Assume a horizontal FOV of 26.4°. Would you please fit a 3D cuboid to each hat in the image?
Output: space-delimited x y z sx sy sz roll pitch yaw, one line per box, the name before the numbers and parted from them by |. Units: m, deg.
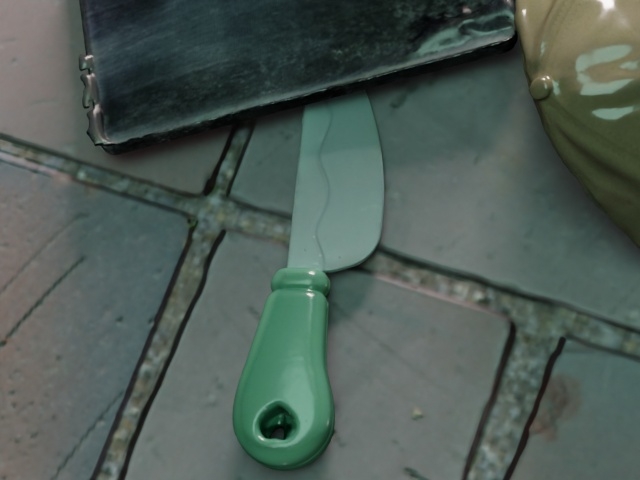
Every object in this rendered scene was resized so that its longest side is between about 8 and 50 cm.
hat | 0.209 -0.098 0.712 0.173 0.144 0.166 -30 71 25

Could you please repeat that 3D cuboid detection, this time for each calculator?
calculator | -0.021 -0.151 0.816 0.262 0.021 0.161 -13 66 7

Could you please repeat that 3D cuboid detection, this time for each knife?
knife | 0.001 0.001 0.770 0.063 0.034 0.260 6 72 15
